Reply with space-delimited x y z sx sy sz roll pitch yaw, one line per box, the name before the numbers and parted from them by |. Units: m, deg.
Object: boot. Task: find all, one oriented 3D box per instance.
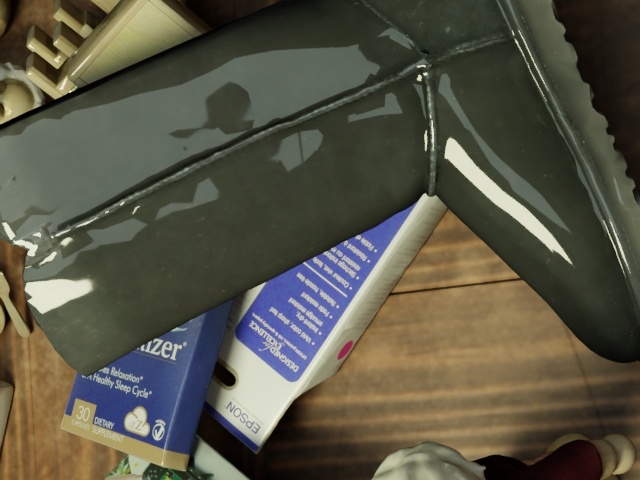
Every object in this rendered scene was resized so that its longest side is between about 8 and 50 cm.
boot | -0.001 -0.002 1.070 0.445 0.146 0.367 -23 87 2

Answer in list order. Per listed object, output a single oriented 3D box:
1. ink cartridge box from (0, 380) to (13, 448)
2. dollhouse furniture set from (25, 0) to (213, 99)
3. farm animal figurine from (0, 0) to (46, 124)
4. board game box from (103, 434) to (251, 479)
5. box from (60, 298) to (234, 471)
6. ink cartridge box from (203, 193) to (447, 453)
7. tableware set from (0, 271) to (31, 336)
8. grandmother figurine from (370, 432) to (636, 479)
ink cartridge box | -0.484 0.293 1.349 0.279 0.160 0.385 12 90 21
dollhouse furniture set | -0.128 -0.172 1.234 0.212 0.161 0.242 -45 26 15
farm animal figurine | -0.442 -0.196 1.382 0.326 0.172 0.330 -18 79 8
board game box | -0.147 0.316 1.129 0.303 0.097 0.224 -47 39 -11
box | -0.137 0.068 1.197 0.136 0.036 0.225 10 81 42
ink cartridge box | -0.006 -0.018 1.211 0.176 0.069 0.371 38 99 22
tableware set | -0.358 0.019 1.335 0.128 0.039 0.194 -8 126 13
grandmother figurine | 0.121 0.186 0.979 0.208 0.342 0.104 -36 72 19
